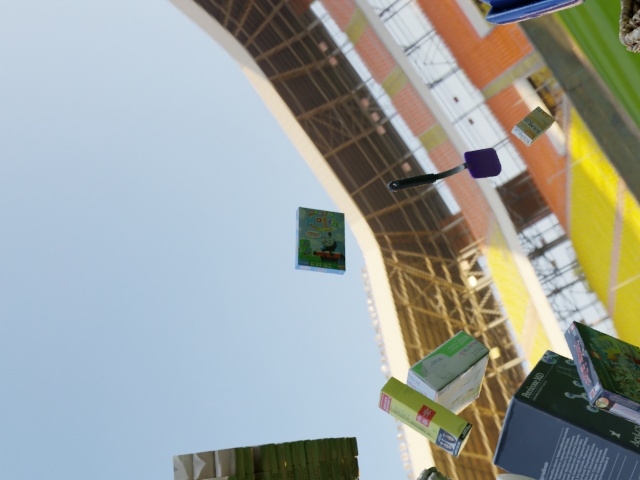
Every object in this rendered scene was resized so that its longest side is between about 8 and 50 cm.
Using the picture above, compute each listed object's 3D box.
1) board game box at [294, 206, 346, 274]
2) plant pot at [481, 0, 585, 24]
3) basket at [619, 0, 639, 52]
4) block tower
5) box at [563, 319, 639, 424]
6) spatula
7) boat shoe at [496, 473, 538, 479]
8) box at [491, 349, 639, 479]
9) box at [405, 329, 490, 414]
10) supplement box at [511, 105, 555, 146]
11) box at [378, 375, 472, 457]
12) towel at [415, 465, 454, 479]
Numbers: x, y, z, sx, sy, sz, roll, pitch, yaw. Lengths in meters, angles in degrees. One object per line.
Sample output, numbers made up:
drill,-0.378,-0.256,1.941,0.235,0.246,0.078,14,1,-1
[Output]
board game box,0.000,0.000,2.095,0.160,0.039,0.211,7,-119,-14
plant pot,0.370,-0.522,1.128,0.212,0.236,0.236,46,-113,-27
basket,0.556,-0.415,0.973,0.223,0.213,0.299,46,163,13
block tower,-0.053,0.305,0.835,0.335,0.097,0.091,25,-125,-60
box,0.590,0.266,1.304,0.159,0.044,0.233,22,-153,-3
spatula,0.314,-0.169,1.657,0.030,0.296,0.084,73,-178,-69
boat shoe,0.404,0.476,1.178,0.066,0.184,0.063,3,-84,-59
box,0.666,0.475,1.567,0.395,0.212,0.293,20,-154,28
box,0.398,0.455,2.078,0.262,0.231,0.127,-28,-134,-31
supplement box,0.565,-0.304,1.736,0.062,0.098,0.036,45,162,15
box,0.257,0.435,1.624,0.232,0.087,0.058,29,-129,24
towel,0.222,0.661,1.497,0.187,0.282,0.049,42,170,-38
